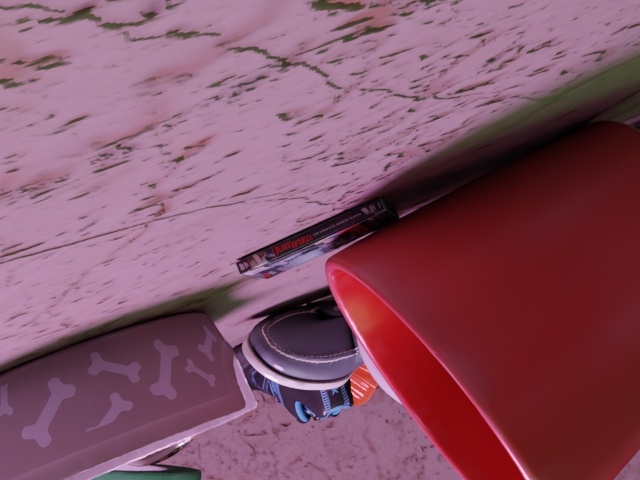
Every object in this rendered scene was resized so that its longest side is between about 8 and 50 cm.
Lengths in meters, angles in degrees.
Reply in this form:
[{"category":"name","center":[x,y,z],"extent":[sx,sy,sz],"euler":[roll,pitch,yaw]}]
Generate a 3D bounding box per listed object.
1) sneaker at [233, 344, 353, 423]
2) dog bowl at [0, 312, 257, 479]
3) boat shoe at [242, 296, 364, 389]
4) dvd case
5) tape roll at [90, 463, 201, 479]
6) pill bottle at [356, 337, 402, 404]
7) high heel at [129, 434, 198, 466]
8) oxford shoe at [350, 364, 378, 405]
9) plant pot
[{"category":"sneaker","center":[-0.041,0.186,1.616],"extent":[0.125,0.140,0.341],"euler":[-21,173,-13]},{"category":"dog bowl","center":[-0.226,0.168,1.093],"extent":[0.348,0.102,0.349],"euler":[-22,172,-3]},{"category":"boat shoe","center":[0.043,0.093,1.413],"extent":[0.319,0.116,0.099],"euler":[-5,135,-45]},{"category":"dvd case","center":[0.000,0.000,0.920],"extent":[0.119,0.013,0.087],"euler":[-25,172,9]},{"category":"tape roll","center":[-0.339,0.370,1.782],"extent":[0.321,0.077,0.321],"euler":[4,172,1]},{"category":"pill bottle","center":[0.199,0.072,1.369],"extent":[0.181,0.182,0.323],"euler":[-29,171,41]},{"category":"high heel","center":[-0.266,0.295,1.851],"extent":[0.261,0.093,0.186],"euler":[-10,173,24]},{"category":"oxford shoe","center":[0.093,0.113,1.727],"extent":[0.133,0.130,0.364],"euler":[-57,-174,-34]},{"category":"plant pot","center":[0.179,0.054,0.926],"extent":[0.243,0.275,0.275],"euler":[-36,175,-10]}]
